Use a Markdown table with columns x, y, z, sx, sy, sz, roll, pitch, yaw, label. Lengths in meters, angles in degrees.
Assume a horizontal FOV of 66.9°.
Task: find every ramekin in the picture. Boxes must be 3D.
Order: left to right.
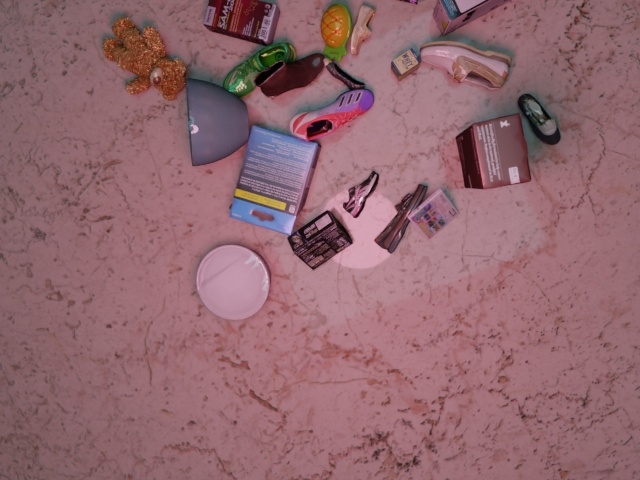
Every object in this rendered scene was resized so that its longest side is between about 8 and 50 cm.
| x | y | z | sx | sy | sz | roll | pitch | yaw | label |
| --- | --- | --- | --- | --- | --- | --- | --- | --- | --- |
| -0.304 | 0.143 | 1.768 | 0.273 | 0.127 | 0.272 | 1 | 96 | 7 | ramekin |

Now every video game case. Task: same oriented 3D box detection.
| x | y | z | sx | sy | sz | roll | pitch | yaw | label |
| --- | --- | --- | --- | --- | --- | --- | --- | --- | --- |
| 0.389 | -0.087 | 1.662 | 0.143 | 0.019 | 0.157 | -42 | 134 | 9 | video game case |

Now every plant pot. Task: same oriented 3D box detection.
| x | y | z | sx | sy | sz | roll | pitch | yaw | label |
| --- | --- | --- | --- | --- | --- | --- | --- | --- | --- |
| -0.352 | -0.404 | 1.665 | 0.196 | 0.290 | 0.290 | -4 | 95 | -15 | plant pot |

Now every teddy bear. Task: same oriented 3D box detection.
| x | y | z | sx | sy | sz | roll | pitch | yaw | label |
| --- | --- | --- | --- | --- | --- | --- | --- | --- | --- |
| -0.645 | -0.651 | 1.743 | 0.245 | 0.113 | 0.338 | -34 | 90 | 11 | teddy bear |

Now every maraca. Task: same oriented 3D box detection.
| x | y | z | sx | sy | sz | roll | pitch | yaw | label |
| --- | --- | --- | --- | --- | --- | --- | --- | --- | --- |
| 0.053 | -0.708 | 1.655 | 0.127 | 0.099 | 0.185 | 21 | 117 | 41 | maraca |

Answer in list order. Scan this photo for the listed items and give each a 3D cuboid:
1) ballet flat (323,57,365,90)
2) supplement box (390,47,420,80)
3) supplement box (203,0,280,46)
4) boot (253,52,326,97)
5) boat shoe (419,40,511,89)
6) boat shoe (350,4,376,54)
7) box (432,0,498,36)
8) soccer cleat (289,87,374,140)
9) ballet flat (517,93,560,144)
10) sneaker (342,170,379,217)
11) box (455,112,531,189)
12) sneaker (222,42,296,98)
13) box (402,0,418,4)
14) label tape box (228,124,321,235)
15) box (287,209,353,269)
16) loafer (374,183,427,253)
| x | y | z | sx | sy | sz | roll | pitch | yaw | label |
| --- | --- | --- | --- | --- | --- | --- | --- | --- | --- |
| 0.082 | -0.576 | 1.679 | 0.173 | 0.057 | 0.049 | 38 | 133 | -8 | ballet flat |
| 0.288 | -0.595 | 1.643 | 0.083 | 0.083 | 0.056 | -33 | 90 | 9 | supplement box |
| -0.276 | -0.781 | 1.702 | 0.240 | 0.073 | 0.130 | 16 | 98 | 6 | supplement box |
| -0.096 | -0.567 | 1.632 | 0.248 | 0.207 | 0.090 | -31 | 91 | 9 | boot |
| 0.473 | -0.580 | 1.607 | 0.302 | 0.113 | 0.103 | 12 | 91 | 5 | boat shoe |
| 0.147 | -0.718 | 1.660 | 0.059 | 0.063 | 0.170 | 17 | 97 | 11 | boat shoe |
| 0.517 | -0.786 | 1.556 | 0.290 | 0.169 | 0.087 | -26 | 94 | 7 | box |
| 0.056 | -0.416 | 1.633 | 0.318 | 0.116 | 0.108 | -25 | 130 | -12 | soccer cleat |
| 0.732 | -0.404 | 1.613 | 0.074 | 0.074 | 0.203 | -37 | 90 | 9 | ballet flat |
| 0.138 | -0.173 | 1.713 | 0.077 | 0.072 | 0.178 | 33 | 93 | 14 | sneaker |
| 0.521 | -0.260 | 1.495 | 0.143 | 0.381 | 0.191 | -11 | 94 | 8 | box |
| -0.226 | -0.604 | 1.687 | 0.296 | 0.123 | 0.109 | -32 | 91 | 10 | sneaker |
| 0.266 | -0.881 | 1.646 | 0.162 | 0.029 | 0.116 | 15 | 97 | 7 | box |
| -0.161 | -0.212 | 1.725 | 0.241 | 0.106 | 0.333 | 17 | 97 | 5 | label tape box |
| 0.000 | 0.000 | 1.699 | 0.180 | 0.147 | 0.077 | -35 | 50 | 10 | box |
| 0.279 | -0.085 | 1.692 | 0.084 | 0.096 | 0.267 | 29 | 101 | 11 | loafer |
